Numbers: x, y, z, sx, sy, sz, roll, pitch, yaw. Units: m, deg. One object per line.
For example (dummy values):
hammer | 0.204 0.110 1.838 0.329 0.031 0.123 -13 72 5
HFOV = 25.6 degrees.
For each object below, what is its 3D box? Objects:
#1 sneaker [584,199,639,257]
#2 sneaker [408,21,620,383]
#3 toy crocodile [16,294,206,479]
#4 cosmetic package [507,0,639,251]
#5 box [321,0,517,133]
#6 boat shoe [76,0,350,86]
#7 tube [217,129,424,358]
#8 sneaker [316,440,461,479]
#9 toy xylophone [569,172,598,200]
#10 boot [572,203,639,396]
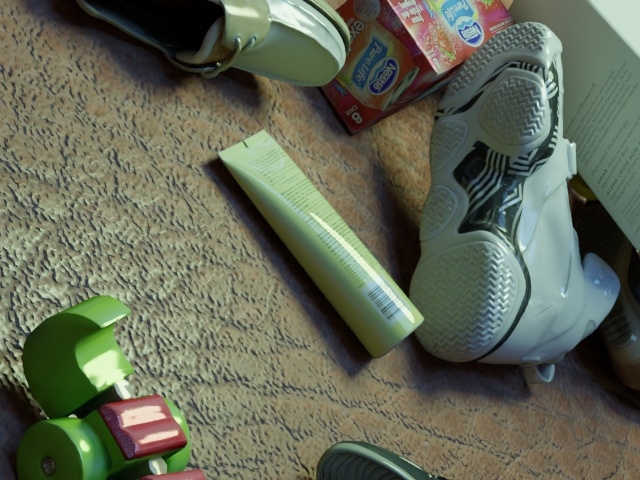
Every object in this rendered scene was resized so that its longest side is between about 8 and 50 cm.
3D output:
sneaker | 0.401 0.001 1.813 0.185 0.069 0.084 42 55 -23
sneaker | 0.214 -0.030 1.470 0.210 0.137 0.366 28 70 -44
toy crocodile | -0.111 0.202 0.957 0.115 0.105 0.340 -6 68 -53
cosmetic package | 0.376 -0.153 1.578 0.217 0.156 0.385 8 35 -30
box | 0.102 -0.225 1.556 0.122 0.128 0.257 57 33 0
boat shoe | -0.105 -0.203 1.306 0.302 0.113 0.103 21 48 -27
tube | 0.000 0.000 1.314 0.240 0.062 0.070 51 -10 1
sneaker | 0.086 0.233 1.222 0.222 0.083 0.118 39 18 -13
toy xylophone | 0.336 -0.089 1.678 0.236 0.081 0.322 -6 44 -44
boot | 0.380 0.097 1.710 0.207 0.090 0.248 46 28 -40
